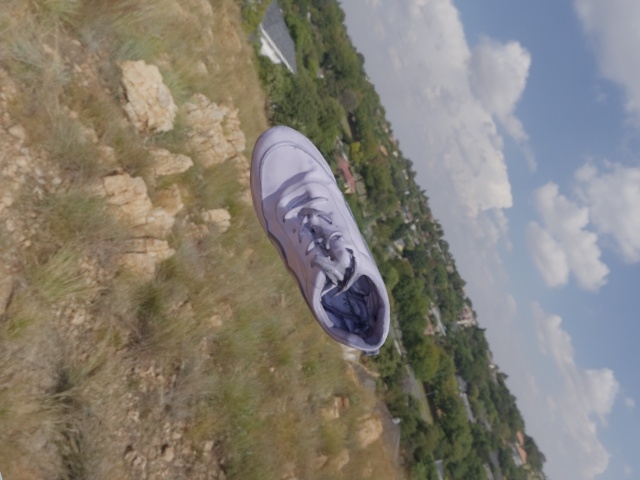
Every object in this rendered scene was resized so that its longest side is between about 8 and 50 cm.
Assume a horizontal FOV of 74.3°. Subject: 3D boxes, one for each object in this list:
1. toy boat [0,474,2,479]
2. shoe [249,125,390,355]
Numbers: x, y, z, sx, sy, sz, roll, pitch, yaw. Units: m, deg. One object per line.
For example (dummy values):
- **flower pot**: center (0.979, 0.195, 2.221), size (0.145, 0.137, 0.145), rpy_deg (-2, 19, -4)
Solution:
- **toy boat**: center (-0.560, 0.368, 0.626), size (0.291, 0.220, 0.067), rpy_deg (70, -23, 13)
- **shoe**: center (0.000, 0.000, 0.420), size (0.245, 0.095, 0.137), rpy_deg (65, -5, -8)
